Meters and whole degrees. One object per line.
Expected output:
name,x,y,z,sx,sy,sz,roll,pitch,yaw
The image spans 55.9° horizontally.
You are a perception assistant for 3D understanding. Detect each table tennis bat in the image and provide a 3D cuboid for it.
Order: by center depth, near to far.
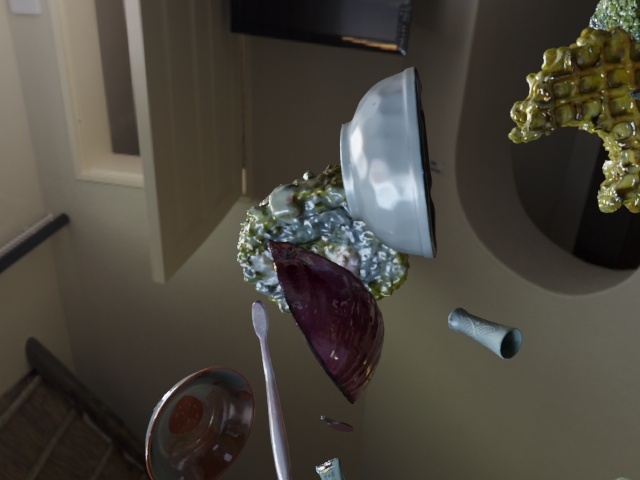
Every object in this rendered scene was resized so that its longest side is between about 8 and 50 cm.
table tennis bat,0.033,0.383,1.256,0.050,0.083,0.007,-21,-136,42

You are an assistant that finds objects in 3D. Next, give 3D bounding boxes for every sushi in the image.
sushi,0.000,0.000,1.465,0.396,0.351,0.240,-24,-163,20

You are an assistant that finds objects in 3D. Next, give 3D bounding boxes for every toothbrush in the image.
toothbrush,-0.075,0.247,0.954,0.025,0.307,0.029,-9,177,8

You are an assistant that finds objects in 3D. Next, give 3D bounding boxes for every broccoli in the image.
broccoli,0.720,-0.492,1.382,0.198,0.176,0.226,38,-117,1

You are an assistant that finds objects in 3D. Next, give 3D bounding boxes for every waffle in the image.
waffle,0.520,-0.214,1.089,0.324,0.261,0.151,37,-166,-7

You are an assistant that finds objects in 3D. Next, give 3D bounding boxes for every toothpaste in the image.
toothpaste,0.062,0.650,1.405,0.047,0.069,0.268,-13,-113,-26

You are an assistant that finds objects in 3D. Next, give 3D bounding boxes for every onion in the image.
onion,0.021,0.090,0.900,0.111,0.247,0.250,-27,-146,5

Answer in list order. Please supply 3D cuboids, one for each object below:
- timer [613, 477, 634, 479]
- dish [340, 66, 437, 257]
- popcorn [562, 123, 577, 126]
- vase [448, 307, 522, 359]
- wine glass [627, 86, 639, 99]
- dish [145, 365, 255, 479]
timer,0.836,0.661,1.438,0.315,0.291,0.291,-30,-142,-11
dish,0.100,-0.107,0.883,0.120,0.303,0.303,-6,-153,11
popcorn,0.719,-0.415,1.724,0.197,0.198,0.155,-13,-168,-29
vase,0.483,0.269,1.804,0.096,0.096,0.219,-15,-158,-31
wine glass,0.460,-0.077,0.757,0.074,0.262,0.074,-24,-160,10
dish,-0.257,0.366,1.213,0.085,0.260,0.260,16,-151,40
